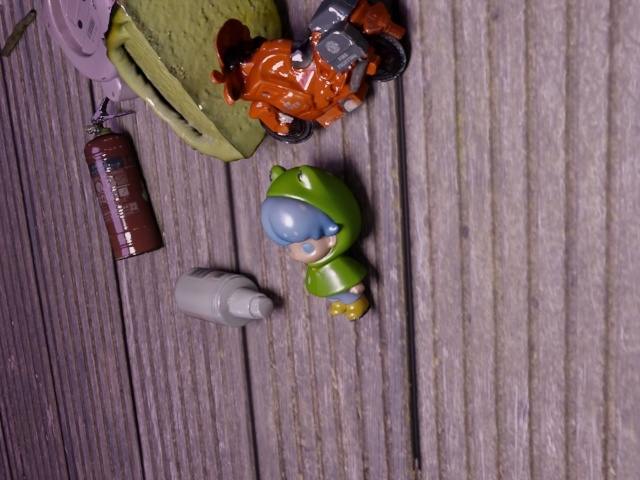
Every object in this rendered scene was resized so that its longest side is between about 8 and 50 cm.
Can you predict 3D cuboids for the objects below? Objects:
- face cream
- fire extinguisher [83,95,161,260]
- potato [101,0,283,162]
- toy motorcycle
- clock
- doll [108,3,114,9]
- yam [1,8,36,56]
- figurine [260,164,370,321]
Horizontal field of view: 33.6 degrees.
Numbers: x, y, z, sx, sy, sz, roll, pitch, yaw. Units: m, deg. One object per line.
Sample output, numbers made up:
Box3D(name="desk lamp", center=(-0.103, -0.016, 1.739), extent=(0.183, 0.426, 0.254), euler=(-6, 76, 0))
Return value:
Box3D(name="face cream", center=(-0.167, 0.110, 1.957), extent=(0.252, 0.101, 0.101), euler=(8, 110, 52))
Box3D(name="fire extinguisher", center=(-0.411, -0.139, 2.201), extent=(0.138, 0.102, 0.344), euler=(-15, 91, 23))
Box3D(name="potato", center=(-0.200, -0.314, 1.757), extent=(0.330, 0.213, 0.280), euler=(51, 162, -22))
Box3D(name="toy motorcycle", center=(-0.031, -0.266, 1.546), extent=(0.221, 0.147, 0.326), euler=(39, 139, -19))
Box3D(name="clock", center=(-0.430, -0.452, 2.072), extent=(0.322, 0.113, 0.295), euler=(50, 139, 27))
Box3D(name="doll", center=(-0.305, -0.475, 1.850), extent=(0.105, 0.115, 0.221), euler=(105, 166, -52))
Box3D(name="yam", center=(-0.722, -0.497, 2.530), extent=(0.027, 0.029, 0.234), euler=(47, 145, -11))
Box3D(name="figurine", center=(0.000, 0.000, 1.662), extent=(0.162, 0.143, 0.263), euler=(10, 129, 59))
